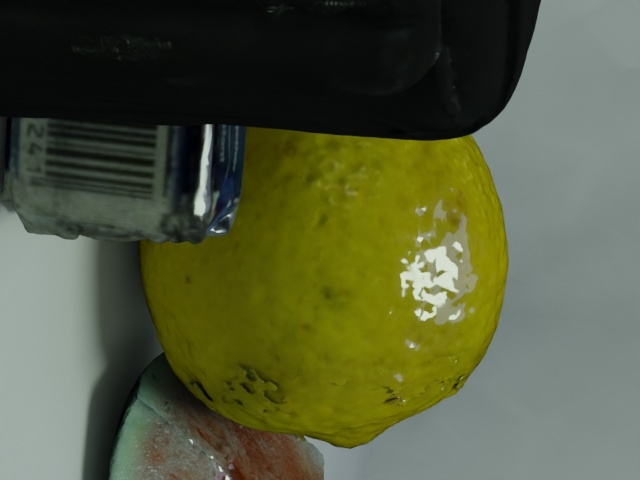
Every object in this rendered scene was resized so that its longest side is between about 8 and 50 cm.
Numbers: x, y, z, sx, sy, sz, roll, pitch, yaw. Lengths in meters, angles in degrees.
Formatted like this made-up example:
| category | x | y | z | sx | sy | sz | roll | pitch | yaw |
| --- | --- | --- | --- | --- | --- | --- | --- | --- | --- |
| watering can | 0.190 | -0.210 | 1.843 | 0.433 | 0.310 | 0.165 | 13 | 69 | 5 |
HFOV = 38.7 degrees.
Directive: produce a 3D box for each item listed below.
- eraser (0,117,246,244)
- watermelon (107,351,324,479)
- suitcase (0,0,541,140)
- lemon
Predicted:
| category | x | y | z | sx | sy | sz | roll | pitch | yaw |
| --- | --- | --- | --- | --- | --- | --- | --- | --- | --- |
| eraser | -0.125 | -0.165 | 0.619 | 0.101 | 0.155 | 0.332 | -22 | 118 | -77 |
| watermelon | -0.099 | 0.235 | 0.893 | 0.213 | 0.201 | 0.261 | -71 | 161 | -72 |
| suitcase | -0.075 | -0.187 | 0.381 | 0.339 | 0.345 | 0.188 | 82 | 15 | -52 |
| lemon | 0.000 | 0.000 | 0.857 | 0.350 | 0.350 | 0.387 | 1 | 80 | -78 |
